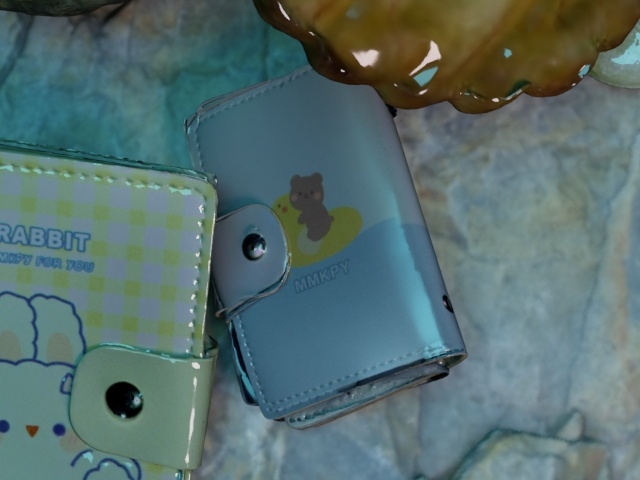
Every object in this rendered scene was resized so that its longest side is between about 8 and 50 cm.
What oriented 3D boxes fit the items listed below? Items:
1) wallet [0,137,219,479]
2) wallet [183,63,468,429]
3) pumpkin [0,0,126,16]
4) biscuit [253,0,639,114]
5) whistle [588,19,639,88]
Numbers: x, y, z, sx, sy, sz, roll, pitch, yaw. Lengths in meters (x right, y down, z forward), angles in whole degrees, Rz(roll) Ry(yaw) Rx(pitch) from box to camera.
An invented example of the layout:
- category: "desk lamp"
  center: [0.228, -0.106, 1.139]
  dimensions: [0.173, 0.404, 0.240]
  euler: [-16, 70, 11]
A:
- category: "wallet"
  center: [-0.182, 0.093, 1.115]
  dimensions: [0.223, 0.077, 0.310]
  euler: [7, 99, 2]
- category: "wallet"
  center: [0.000, 0.000, 1.129]
  dimensions: [0.170, 0.069, 0.231]
  euler: [-22, 74, 23]
- category: "pumpkin"
  center: [-0.158, -0.306, 1.110]
  dimensions: [0.327, 0.257, 0.291]
  euler: [-30, 91, -5]
- category: "biscuit"
  center: [0.075, -0.235, 1.022]
  dimensions: [0.325, 0.107, 0.326]
  euler: [-5, 100, -28]
- category: "whistle"
  center: [0.245, -0.126, 1.115]
  dimensions: [0.198, 0.057, 0.104]
  euler: [39, 89, 14]
